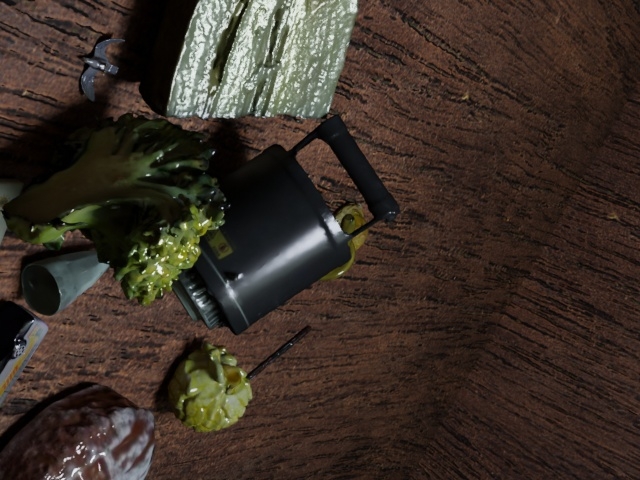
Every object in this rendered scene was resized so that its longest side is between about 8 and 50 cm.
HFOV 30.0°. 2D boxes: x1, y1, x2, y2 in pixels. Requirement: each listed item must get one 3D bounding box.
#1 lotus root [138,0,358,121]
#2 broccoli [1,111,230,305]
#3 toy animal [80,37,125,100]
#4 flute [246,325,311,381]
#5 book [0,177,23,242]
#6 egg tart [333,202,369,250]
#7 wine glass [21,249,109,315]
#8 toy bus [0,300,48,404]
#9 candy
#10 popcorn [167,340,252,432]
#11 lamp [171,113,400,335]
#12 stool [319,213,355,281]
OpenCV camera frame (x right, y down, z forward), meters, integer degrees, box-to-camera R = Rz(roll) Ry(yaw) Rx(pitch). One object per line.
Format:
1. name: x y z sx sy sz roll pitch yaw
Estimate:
1. lotus root: -0.097 -0.297 1.520 0.267 0.149 0.260 -6 121 -40
2. broccoli: -0.247 -0.018 1.422 0.273 0.242 0.180 -36 147 -36
3. toy animal: -0.265 -0.208 1.424 0.084 0.028 0.050 -62 165 5
4. flute: -0.102 0.236 2.297 0.269 0.014 0.014 -36 148 -41
5. book: -0.463 0.062 1.366 0.208 0.020 0.295 -3 121 -62
6. egg tart: 0.051 -0.010 2.263 0.129 0.049 0.129 -42 151 -30
7. wine glass: -0.313 0.040 1.571 0.155 0.073 0.073 -28 142 -49
8. toy bus: -0.418 0.162 1.534 0.172 0.057 0.072 -58 162 0
9. candy: -0.360 0.342 1.735 0.289 0.157 0.214 -43 142 -36
10. popcorn: -0.187 0.253 2.003 0.135 0.141 0.162 -45 -168 -34
11. lamp: -0.099 0.003 1.714 0.272 0.205 0.374 -35 -179 -28
12. stool: 0.000 0.000 2.099 0.110 0.135 0.134 76 5 -55
